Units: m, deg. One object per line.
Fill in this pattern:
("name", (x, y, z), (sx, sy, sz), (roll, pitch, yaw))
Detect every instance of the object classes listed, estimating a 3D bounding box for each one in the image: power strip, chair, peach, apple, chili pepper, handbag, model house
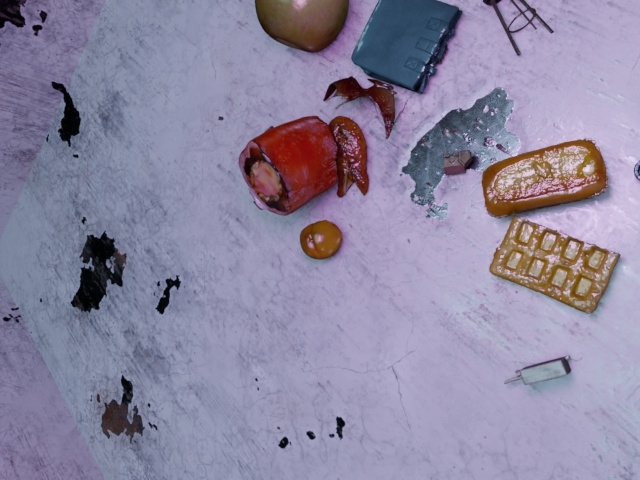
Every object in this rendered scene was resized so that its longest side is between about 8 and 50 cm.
("power strip", (0.550, 0.338, 1.253), (0.175, 0.075, 0.042), (-27, 72, 31))
("chair", (0.522, -0.625, 1.328), (0.104, 0.095, 0.221), (-31, 69, 15))
("peach", (0.000, 0.000, 1.610), (0.138, 0.138, 0.138), (-3, 85, 33))
("apple", (-0.068, -0.771, 1.603), (0.319, 0.319, 0.277), (27, 93, 32))
("chili pepper", (-0.068, -0.238, 1.522), (0.251, 0.305, 0.229), (62, 153, -4))
("handbag", (0.259, -0.605, 1.505), (0.274, 0.100, 0.268), (31, 100, 30))
("model house", (0.394, -0.221, 1.408), (0.083, 0.057, 0.058), (-2, 81, 32))

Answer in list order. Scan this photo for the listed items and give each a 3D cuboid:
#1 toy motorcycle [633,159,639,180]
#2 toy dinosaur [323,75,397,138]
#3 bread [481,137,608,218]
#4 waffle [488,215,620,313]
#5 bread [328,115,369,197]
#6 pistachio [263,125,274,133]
("toy motorcycle", (0.829, -0.156, 1.109), (0.205, 0.076, 0.114), (-14, 86, 33))
("toy dinosaur", (0.112, -0.442, 1.569), (0.327, 0.206, 0.113), (16, 135, 28))
("bread", (0.565, -0.153, 1.255), (0.288, 0.119, 0.152), (-13, 83, 32))
("waffle", (0.589, 0.057, 1.257), (0.274, 0.057, 0.168), (25, 101, 32))
("bread", (0.085, -0.274, 1.595), (0.139, 0.095, 0.268), (-9, 86, 40))
("pistachio", (-0.141, -0.254, 1.707), (0.162, 0.181, 0.293), (-4, 87, -4))
